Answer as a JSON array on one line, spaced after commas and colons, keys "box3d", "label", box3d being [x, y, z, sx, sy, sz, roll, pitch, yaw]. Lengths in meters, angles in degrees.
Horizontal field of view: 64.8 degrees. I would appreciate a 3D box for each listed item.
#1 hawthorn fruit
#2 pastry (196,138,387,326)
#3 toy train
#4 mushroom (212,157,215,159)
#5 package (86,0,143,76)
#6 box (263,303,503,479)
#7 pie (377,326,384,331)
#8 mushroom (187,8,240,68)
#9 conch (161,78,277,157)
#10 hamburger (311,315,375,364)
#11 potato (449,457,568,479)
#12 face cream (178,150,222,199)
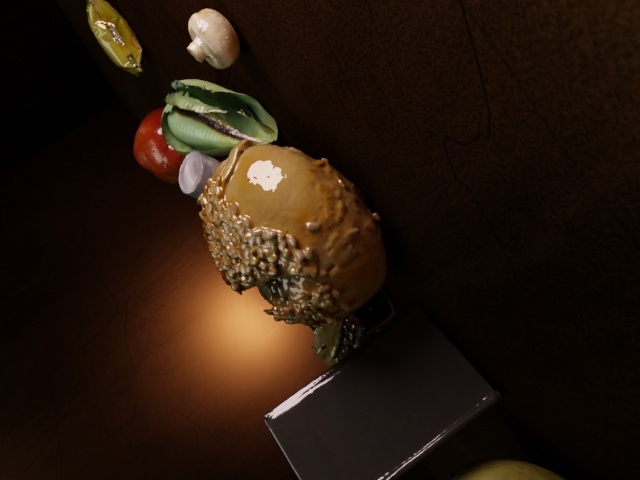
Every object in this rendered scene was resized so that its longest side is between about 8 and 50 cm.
[{"box3d": [-0.385, -0.264, 1.354, 0.211, 0.211, 0.299, 54, 158, -15], "label": "hawthorn fruit"}, {"box3d": [-0.056, 0.008, 0.771, 0.315, 0.184, 0.284, 47, 145, -12], "label": "pastry"}, {"box3d": [0.000, 0.000, 0.956, 0.409, 0.086, 0.089, 54, 169, -16], "label": "toy train"}, {"box3d": [-0.391, -0.243, 1.671, 0.141, 0.117, 0.188, 24, 148, 42], "label": "mushroom"}, {"box3d": [-0.549, -0.544, 1.354, 0.226, 0.090, 0.168, 60, 169, -26], "label": "package"}, {"box3d": [0.106, 0.315, 0.909, 0.204, 0.345, 0.251, 52, 171, 23], "label": "box"}, {"box3d": [0.167, 0.235, 1.212, 0.084, 0.021, 0.084, 44, 167, 13], "label": "pie"}, {"box3d": [-0.153, -0.281, 0.712, 0.083, 0.067, 0.083, 44, 173, 7], "label": "mushroom"}, {"box3d": [-0.194, -0.220, 0.895, 0.251, 0.137, 0.143, 9, 115, 58], "label": "conch"}, {"box3d": [0.073, 0.197, 1.125, 0.130, 0.183, 0.206, 19, 173, -14], "label": "hamburger"}, {"box3d": [0.367, 0.459, 0.794, 0.330, 0.213, 0.280, 48, -169, -39], "label": "potato"}, {"box3d": [-0.141, -0.083, 0.977, 0.269, 0.073, 0.107, 24, -140, -44], "label": "face cream"}]
